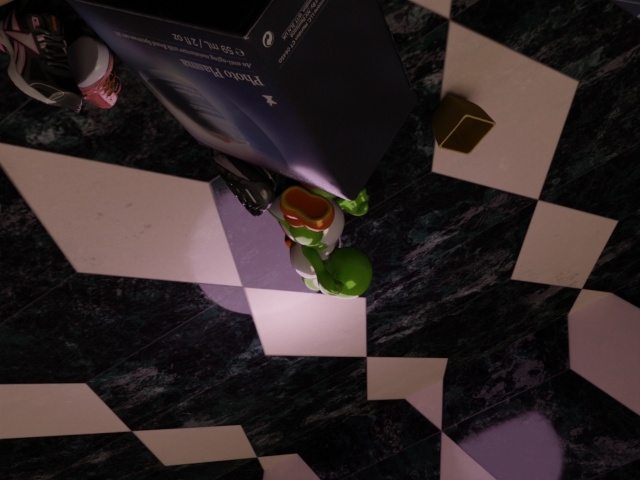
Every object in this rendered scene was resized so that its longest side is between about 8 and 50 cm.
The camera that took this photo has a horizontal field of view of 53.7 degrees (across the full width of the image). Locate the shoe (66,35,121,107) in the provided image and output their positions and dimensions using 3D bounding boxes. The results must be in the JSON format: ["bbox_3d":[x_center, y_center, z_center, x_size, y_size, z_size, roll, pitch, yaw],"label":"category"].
[{"bbox_3d":[-0.296,-0.219,0.835,0.081,0.063,0.178,9,175,-42],"label":"shoe"}]

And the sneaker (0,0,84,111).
[{"bbox_3d":[-0.336,-0.232,0.760,0.077,0.178,0.072,-49,158,22],"label":"sneaker"}]

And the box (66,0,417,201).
[{"bbox_3d":[-0.079,-0.225,0.757,0.183,0.296,0.294,-58,146,-12],"label":"box"}]

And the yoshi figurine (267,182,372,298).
[{"bbox_3d":[0.028,0.001,1.254,0.203,0.203,0.362,-22,149,-10],"label":"yoshi figurine"}]

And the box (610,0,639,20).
[{"bbox_3d":[0.425,-0.462,0.782,0.395,0.212,0.293,6,135,-38],"label":"box"}]

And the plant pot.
[{"bbox_3d":[0.252,-0.220,1.156,0.081,0.083,0.081,7,138,-34],"label":"plant pot"}]

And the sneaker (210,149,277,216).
[{"bbox_3d":[-0.104,-0.122,0.981,0.108,0.271,0.100,-33,115,2],"label":"sneaker"}]

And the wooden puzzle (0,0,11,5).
[{"bbox_3d":[-0.463,-0.312,0.656,0.221,0.044,0.239,-18,151,11],"label":"wooden puzzle"}]
